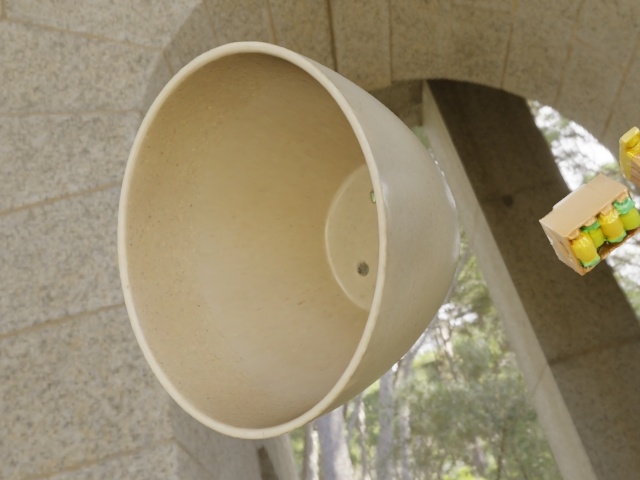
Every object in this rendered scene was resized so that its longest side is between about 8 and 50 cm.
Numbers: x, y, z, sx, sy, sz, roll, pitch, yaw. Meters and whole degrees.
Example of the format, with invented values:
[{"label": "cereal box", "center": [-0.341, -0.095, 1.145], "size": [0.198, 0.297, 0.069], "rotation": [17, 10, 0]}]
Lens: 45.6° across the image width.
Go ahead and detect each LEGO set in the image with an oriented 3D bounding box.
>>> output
[{"label": "LEGO set", "center": [0.275, -0.047, 0.455], "size": [0.287, 0.107, 0.132], "rotation": [-21, -33, -29]}]

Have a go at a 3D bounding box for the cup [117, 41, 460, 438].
[{"label": "cup", "center": [0.000, 0.000, 0.726], "size": [0.237, 0.331, 0.331], "rotation": [0, -32, -48]}]
